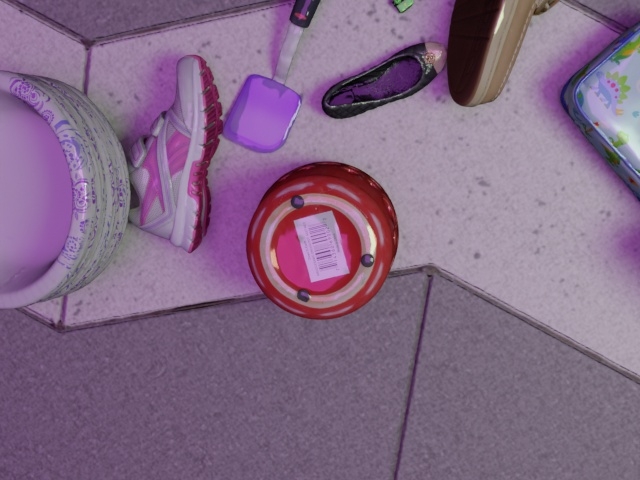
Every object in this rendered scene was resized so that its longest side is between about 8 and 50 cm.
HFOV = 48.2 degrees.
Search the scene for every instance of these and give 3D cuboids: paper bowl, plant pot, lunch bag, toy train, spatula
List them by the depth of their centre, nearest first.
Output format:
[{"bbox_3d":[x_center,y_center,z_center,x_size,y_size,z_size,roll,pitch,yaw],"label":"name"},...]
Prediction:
[{"bbox_3d":[0.420,-0.153,0.861,0.176,0.090,0.219,-42,93,10],"label":"lunch bag"},{"bbox_3d":[0.000,0.000,0.882,0.191,0.174,0.191,1,99,7],"label":"plant pot"},{"bbox_3d":[-0.368,-0.064,0.900,0.284,0.148,0.284,2,98,18],"label":"paper bowl"},{"bbox_3d":[0.127,-0.318,0.901,0.083,0.017,0.023,-36,103,9],"label":"toy train"},{"bbox_3d":[-0.035,-0.251,0.906,0.084,0.030,0.296,25,112,1],"label":"spatula"}]

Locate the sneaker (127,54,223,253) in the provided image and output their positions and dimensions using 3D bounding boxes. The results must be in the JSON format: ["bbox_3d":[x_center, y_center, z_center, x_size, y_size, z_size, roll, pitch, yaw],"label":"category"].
[{"bbox_3d":[-0.194,-0.113,0.917,0.111,0.103,0.252,10,98,2],"label":"sneaker"}]

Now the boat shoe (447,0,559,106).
[{"bbox_3d":[0.245,-0.316,0.838,0.110,0.121,0.341,13,100,-19],"label":"boat shoe"}]

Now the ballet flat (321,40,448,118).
[{"bbox_3d":[0.082,-0.199,0.905,0.173,0.049,0.057,-26,96,8],"label":"ballet flat"}]
